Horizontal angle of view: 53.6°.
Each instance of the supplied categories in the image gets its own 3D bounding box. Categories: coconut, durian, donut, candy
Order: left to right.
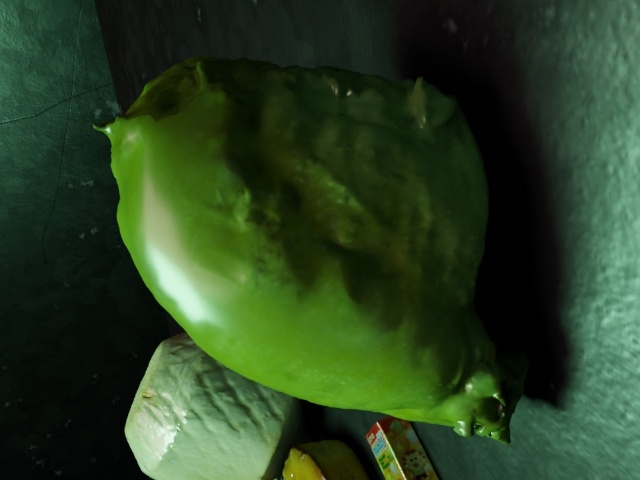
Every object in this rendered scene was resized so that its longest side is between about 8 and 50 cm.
[{"bbox_3d":[-0.156,0.304,1.080,0.328,0.329,0.328,51,150,46],"label":"coconut"},{"bbox_3d":[0.000,0.000,0.484,0.204,0.340,0.255,-112,33,-81],"label":"durian"},{"bbox_3d":[0.017,0.410,0.925,0.253,0.119,0.253,163,90,-72],"label":"donut"},{"bbox_3d":[0.098,0.261,0.712,0.121,0.038,0.062,63,157,26],"label":"candy"}]

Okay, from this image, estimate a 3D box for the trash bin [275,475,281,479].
[{"bbox_3d":[-0.095,0.403,1.288,0.130,0.059,0.116,-134,35,-53],"label":"trash bin"}]
